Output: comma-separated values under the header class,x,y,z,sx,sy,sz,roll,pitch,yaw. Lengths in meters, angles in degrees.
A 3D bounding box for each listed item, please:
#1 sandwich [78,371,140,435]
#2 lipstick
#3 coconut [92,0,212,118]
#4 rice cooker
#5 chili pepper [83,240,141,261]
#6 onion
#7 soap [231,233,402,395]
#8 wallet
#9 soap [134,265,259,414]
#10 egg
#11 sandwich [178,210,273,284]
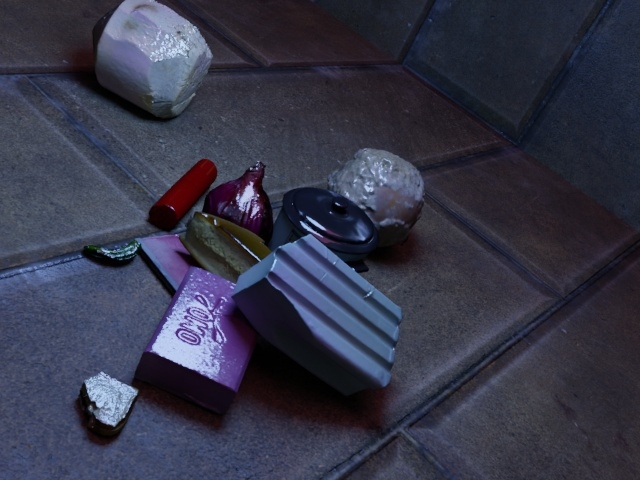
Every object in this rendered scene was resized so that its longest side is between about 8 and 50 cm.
class,x,y,z,sx,sy,sz,roll,pitch,yaw
sandwich,-0.351,0.267,1.253,0.093,0.035,0.104,24,31,-9
lipstick,-0.321,-0.116,1.844,0.073,0.073,0.279,28,30,0
coconut,-0.481,-0.519,2.131,0.310,0.297,0.297,31,29,-1
rice cooker,0.000,0.000,1.770,0.241,0.227,0.280,-4,42,-43
chili pepper,-0.421,0.027,1.578,0.118,0.035,0.055,-6,30,-31
onion,-0.186,-0.082,1.750,0.140,0.218,0.195,10,23,-22
soap,0.001,0.140,1.509,0.347,0.115,0.208,40,45,-27
wallet,-0.287,0.067,1.629,0.119,0.025,0.232,-9,46,-46
soap,-0.213,0.179,1.436,0.181,0.081,0.259,26,35,-4
egg,0.147,-0.114,2.047,0.279,0.279,0.310,34,18,11
sandwich,-0.180,0.038,1.635,0.236,0.122,0.128,44,12,19
